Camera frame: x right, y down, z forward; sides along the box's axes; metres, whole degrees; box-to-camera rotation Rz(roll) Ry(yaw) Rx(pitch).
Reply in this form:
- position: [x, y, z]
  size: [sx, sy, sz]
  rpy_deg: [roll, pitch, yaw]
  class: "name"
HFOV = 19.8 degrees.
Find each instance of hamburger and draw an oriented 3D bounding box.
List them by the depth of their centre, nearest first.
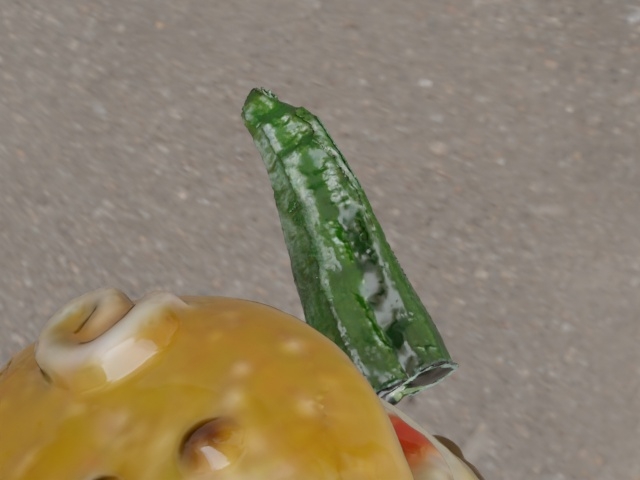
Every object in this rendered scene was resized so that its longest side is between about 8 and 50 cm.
- position: [-0.044, 0.156, 0.722]
  size: [0.261, 0.302, 0.186]
  rpy_deg: [-56, 142, -13]
  class: "hamburger"

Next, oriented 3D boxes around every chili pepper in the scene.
- position: [0.000, 0.000, 1.147]
  size: [0.088, 0.059, 0.227]
  rpy_deg: [-21, 72, -14]
  class: "chili pepper"
